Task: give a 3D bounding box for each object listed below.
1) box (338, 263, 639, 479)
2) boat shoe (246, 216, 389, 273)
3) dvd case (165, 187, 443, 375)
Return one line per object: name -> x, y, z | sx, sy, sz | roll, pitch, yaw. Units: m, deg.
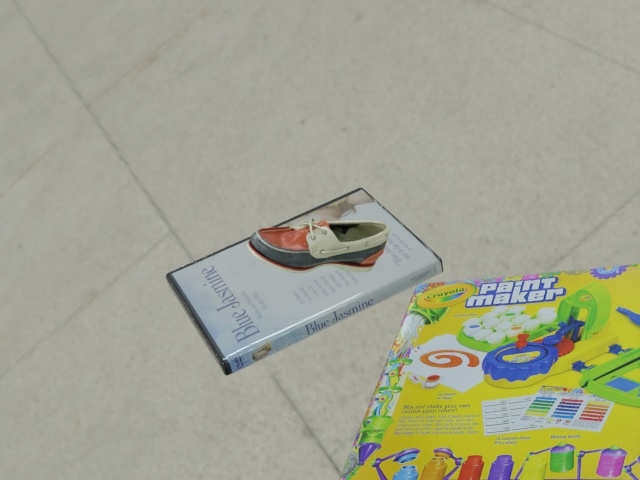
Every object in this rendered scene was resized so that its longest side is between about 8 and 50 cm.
box -> 0.205, 0.174, 0.840 | 0.290, 0.177, 0.279 | -7, 34, 28
boat shoe -> 0.000, 0.000, 0.847 | 0.043, 0.137, 0.049 | -61, 42, 31
dvd case -> -0.022, 0.034, 1.051 | 0.253, 0.022, 0.180 | -25, 37, -15
